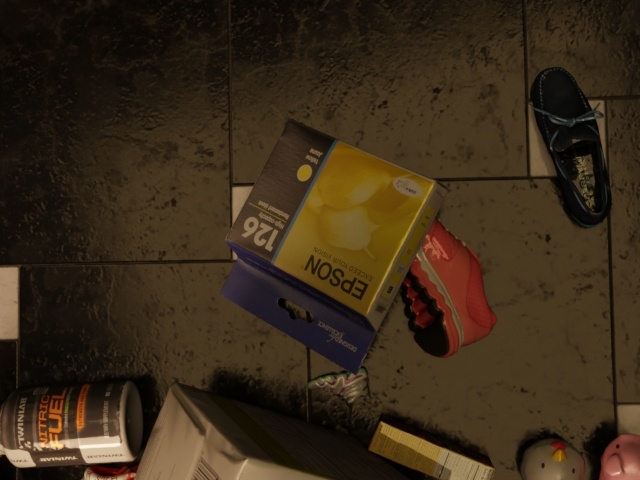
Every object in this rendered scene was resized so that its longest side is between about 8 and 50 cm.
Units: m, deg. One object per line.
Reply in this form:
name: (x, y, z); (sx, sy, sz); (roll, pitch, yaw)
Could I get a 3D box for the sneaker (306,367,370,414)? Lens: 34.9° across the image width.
sneaker: (0.031, 0.245, 1.621); (0.098, 0.038, 0.069); (-13, 85, 5)

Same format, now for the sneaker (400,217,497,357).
sneaker: (0.177, 0.027, 1.604); (0.136, 0.116, 0.314); (-12, 74, -29)

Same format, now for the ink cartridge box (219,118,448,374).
ink cartridge box: (0.000, 0.000, 1.561); (0.303, 0.072, 0.307); (26, 87, 34)

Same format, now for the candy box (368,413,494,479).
candy box: (0.170, 0.329, 1.569); (0.186, 0.109, 0.053); (23, 89, 5)

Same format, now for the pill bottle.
pill bottle: (-0.414, 0.292, 1.612); (0.245, 0.130, 0.131); (-5, 86, 4)

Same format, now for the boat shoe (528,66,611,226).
boat shoe: (0.406, -0.154, 1.586); (0.109, 0.089, 0.258); (-22, 85, 3)

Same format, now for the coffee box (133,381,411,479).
coffee box: (-0.074, 0.439, 1.416); (0.334, 0.338, 0.338); (21, 89, -25)

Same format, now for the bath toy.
bath toy: (0.478, 0.353, 1.523); (0.348, 0.129, 0.151); (3, 97, 6)

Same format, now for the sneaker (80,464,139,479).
sneaker: (-0.266, 0.445, 1.610); (0.270, 0.090, 0.145); (15, 91, 8)
